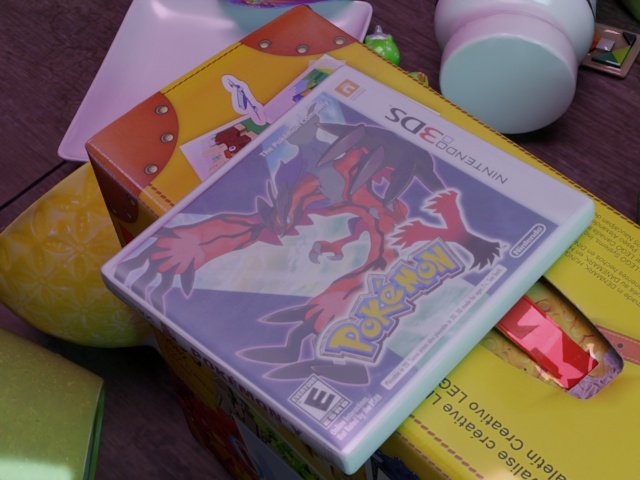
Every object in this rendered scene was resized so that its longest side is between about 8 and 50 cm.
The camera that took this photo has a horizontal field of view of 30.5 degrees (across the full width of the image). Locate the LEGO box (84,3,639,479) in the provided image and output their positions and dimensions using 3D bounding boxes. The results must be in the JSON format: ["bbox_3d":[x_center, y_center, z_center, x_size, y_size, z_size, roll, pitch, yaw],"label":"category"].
[{"bbox_3d":[0.103,0.136,0.767,0.193,0.372,0.500,-37,55,-21],"label":"LEGO box"}]

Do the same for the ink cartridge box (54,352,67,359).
[{"bbox_3d":[-0.288,0.204,0.941,0.160,0.092,0.219,1,51,8],"label":"ink cartridge box"}]

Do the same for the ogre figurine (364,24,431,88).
[{"bbox_3d":[0.058,-0.119,1.146,0.097,0.118,0.197,15,55,18],"label":"ogre figurine"}]

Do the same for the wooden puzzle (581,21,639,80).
[{"bbox_3d":[0.306,-0.206,1.253,0.116,0.014,0.078,15,54,19],"label":"wooden puzzle"}]

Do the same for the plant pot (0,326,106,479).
[{"bbox_3d":[-0.302,0.141,0.789,0.294,0.274,0.274,9,51,-5],"label":"plant pot"}]

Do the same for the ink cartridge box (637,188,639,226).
[{"bbox_3d":[0.323,0.047,0.917,0.119,0.207,0.353,4,54,8],"label":"ink cartridge box"}]

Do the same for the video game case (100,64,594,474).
[{"bbox_3d":[0.014,0.002,0.633,0.183,0.023,0.201,33,63,29],"label":"video game case"}]

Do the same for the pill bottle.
[{"bbox_3d":[0.203,-0.254,1.209,0.162,0.162,0.278,4,51,11],"label":"pill bottle"}]

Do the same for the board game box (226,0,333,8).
[{"bbox_3d":[-0.035,-0.295,1.314,0.169,0.033,0.133,-12,29,-25],"label":"board game box"}]

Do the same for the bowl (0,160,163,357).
[{"bbox_3d":[-0.128,0.010,1.004,0.289,0.289,0.156,-34,87,-20],"label":"bowl"}]

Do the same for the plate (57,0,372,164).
[{"bbox_3d":[-0.102,-0.161,1.248,0.277,0.045,0.278,6,52,13],"label":"plate"}]

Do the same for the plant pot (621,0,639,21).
[{"bbox_3d":[0.402,-0.362,1.211,0.276,0.254,0.276,-3,50,3],"label":"plant pot"}]
